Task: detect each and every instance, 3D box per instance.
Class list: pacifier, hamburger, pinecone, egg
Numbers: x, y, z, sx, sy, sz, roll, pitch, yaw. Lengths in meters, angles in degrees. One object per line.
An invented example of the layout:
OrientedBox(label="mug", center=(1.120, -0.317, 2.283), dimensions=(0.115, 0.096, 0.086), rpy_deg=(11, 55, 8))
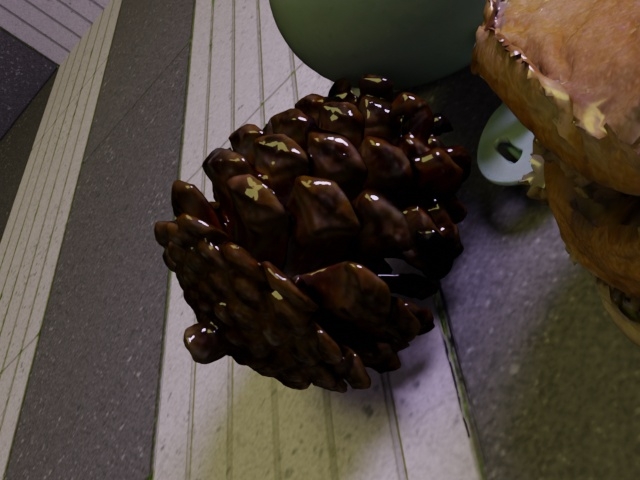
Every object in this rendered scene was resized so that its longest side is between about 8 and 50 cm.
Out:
OrientedBox(label="pacifier", center=(0.156, -0.118, 0.602), dimensions=(0.150, 0.116, 0.127), rpy_deg=(-47, 26, 20))
OrientedBox(label="hamburger", center=(0.201, -0.072, 0.395), dimensions=(0.260, 0.211, 0.245), rpy_deg=(-10, 46, 45))
OrientedBox(label="pinecone", center=(0.000, 0.000, 0.631), dimensions=(0.272, 0.224, 0.224), rpy_deg=(-45, 22, -28))
OrientedBox(label="egg", center=(0.071, -0.228, 0.640), dimensions=(0.282, 0.203, 0.203), rpy_deg=(-20, 46, 50))

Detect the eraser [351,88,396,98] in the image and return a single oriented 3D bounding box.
OrientedBox(label="eraser", center=(0.141, -0.261, 0.801), dimensions=(0.290, 0.087, 0.171), rpy_deg=(-23, 42, 44))
